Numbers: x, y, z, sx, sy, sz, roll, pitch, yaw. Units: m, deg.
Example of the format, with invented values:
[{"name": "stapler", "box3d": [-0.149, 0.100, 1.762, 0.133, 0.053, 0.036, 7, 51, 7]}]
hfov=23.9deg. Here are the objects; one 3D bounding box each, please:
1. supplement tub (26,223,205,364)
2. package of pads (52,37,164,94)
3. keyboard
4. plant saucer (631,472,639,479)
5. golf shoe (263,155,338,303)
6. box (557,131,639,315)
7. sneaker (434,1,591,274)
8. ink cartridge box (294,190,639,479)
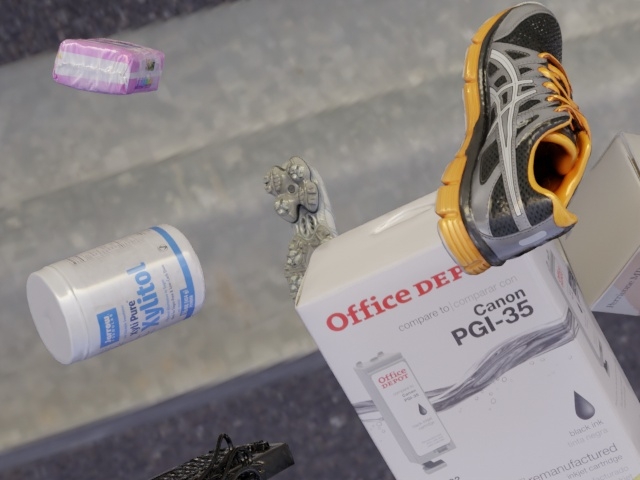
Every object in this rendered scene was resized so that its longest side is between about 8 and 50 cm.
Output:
[{"name": "supplement tub", "box3d": [-0.140, 0.036, 1.045, 0.107, 0.071, 0.071, -23, 140, -29]}, {"name": "package of pads", "box3d": [-0.135, -0.112, 0.972, 0.050, 0.083, 0.032, 13, 100, 6]}, {"name": "keyboard", "box3d": [-0.079, 0.128, 0.815, 0.100, 0.038, 0.192, -7, -175, 28]}, {"name": "plant saucer", "box3d": [0.214, 0.201, 0.658, 0.241, 0.241, 0.037, -37, 152, 10]}, {"name": "golf shoe", "box3d": [0.000, 0.000, 1.565, 0.069, 0.176, 0.086, -14, 175, 22]}, {"name": "box", "box3d": [0.410, -0.002, 1.523, 0.311, 0.121, 0.148, 5, 136, -24]}, {"name": "sneaker", "box3d": [0.139, -0.072, 0.988, 0.083, 0.215, 0.084, -14, 139, 36]}, {"name": "ink cartridge box", "box3d": [0.133, 0.108, 1.311, 0.207, 0.117, 0.283, -25, 108, 18]}]
